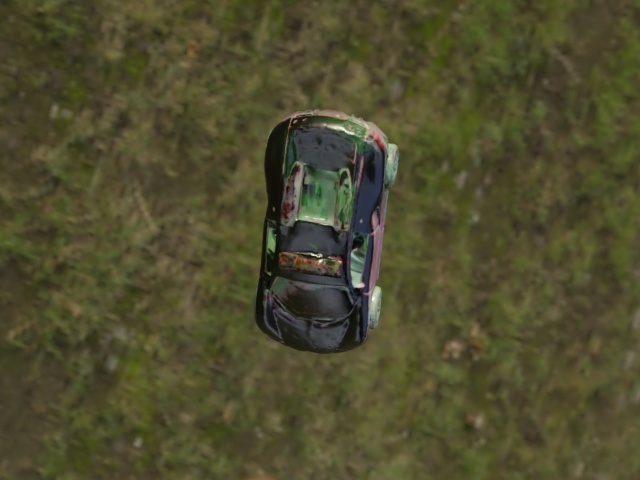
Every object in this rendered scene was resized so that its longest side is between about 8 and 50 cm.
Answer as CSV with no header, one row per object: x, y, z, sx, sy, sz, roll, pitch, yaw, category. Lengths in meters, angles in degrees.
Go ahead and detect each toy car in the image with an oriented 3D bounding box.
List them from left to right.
0.000,0.000,0.842,0.055,0.069,0.142,-64,161,-64,toy car
